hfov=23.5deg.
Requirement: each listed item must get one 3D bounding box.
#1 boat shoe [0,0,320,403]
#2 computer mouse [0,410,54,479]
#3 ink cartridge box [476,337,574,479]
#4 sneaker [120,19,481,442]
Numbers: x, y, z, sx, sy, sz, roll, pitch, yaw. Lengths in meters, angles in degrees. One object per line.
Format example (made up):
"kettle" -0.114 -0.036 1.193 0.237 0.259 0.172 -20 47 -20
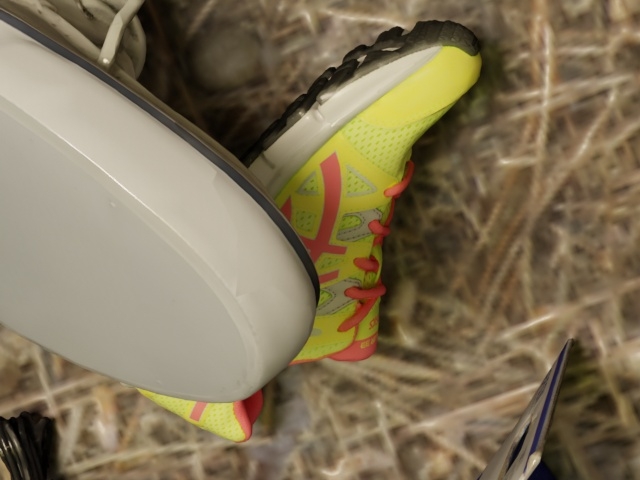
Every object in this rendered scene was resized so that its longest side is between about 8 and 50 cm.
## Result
"boat shoe" -0.122 -0.080 0.591 0.367 0.156 0.136 27 144 28
"computer mouse" -0.072 0.138 0.634 0.193 0.042 0.106 8 102 41
"ink cartridge box" 0.022 0.201 0.595 0.065 0.165 0.332 34 107 6
"sneaker" 0.000 0.000 0.619 0.094 0.081 0.208 43 112 -4
